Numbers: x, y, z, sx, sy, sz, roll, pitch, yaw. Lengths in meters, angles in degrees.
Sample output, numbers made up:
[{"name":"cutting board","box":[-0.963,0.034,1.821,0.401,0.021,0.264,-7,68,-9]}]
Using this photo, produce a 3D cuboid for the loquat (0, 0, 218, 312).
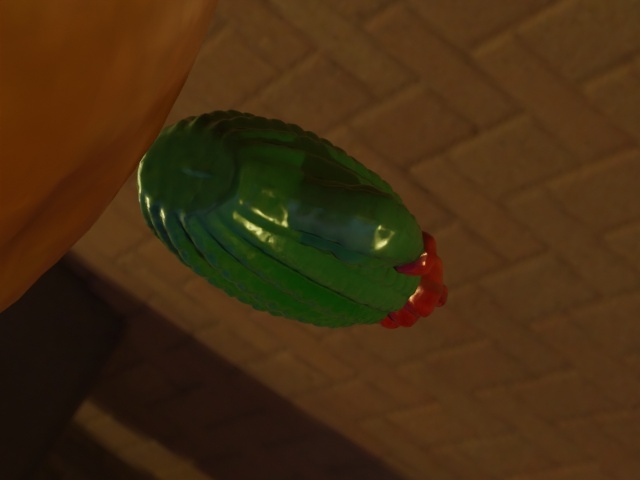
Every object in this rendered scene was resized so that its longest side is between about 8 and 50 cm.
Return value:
[{"name":"loquat","box":[-0.179,-0.107,0.462,0.328,0.328,0.328,26,153,15]}]

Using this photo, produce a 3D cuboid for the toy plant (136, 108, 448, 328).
[{"name":"toy plant","box":[-0.014,-0.004,0.877,0.154,0.088,0.240,14,173,8]}]
